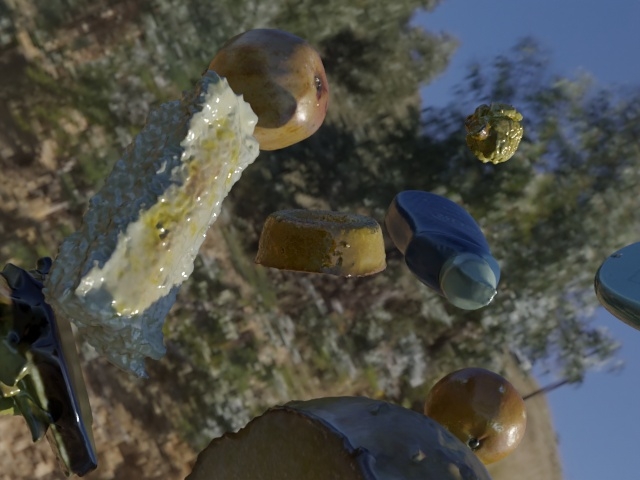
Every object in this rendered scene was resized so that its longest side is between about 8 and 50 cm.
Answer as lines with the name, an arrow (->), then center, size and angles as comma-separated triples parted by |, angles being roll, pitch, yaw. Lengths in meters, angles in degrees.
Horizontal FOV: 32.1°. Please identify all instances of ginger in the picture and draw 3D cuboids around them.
ginger -> -0.522, 0.196, 1.865 | 0.358, 0.211, 0.413 | -123, -159, -69

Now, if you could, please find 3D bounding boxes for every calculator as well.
calculator -> 0.410, 0.056, 1.090 | 0.295, 0.184, 0.042 | 17, -52, 44

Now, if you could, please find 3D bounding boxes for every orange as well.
orange -> 0.233, 0.270, 1.684 | 0.124, 0.156, 0.156 | -65, 141, -56

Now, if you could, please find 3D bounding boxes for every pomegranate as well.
pomegranate -> -0.084, -0.237, 1.774 | 0.207, 0.207, 0.207 | 61, -12, 23

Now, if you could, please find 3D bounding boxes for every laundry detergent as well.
laundry detergent -> 0.178, 0.014, 1.559 | 0.143, 0.094, 0.290 | 25, 13, -14

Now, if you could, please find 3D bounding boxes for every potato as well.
potato -> 0.082, 0.341, 1.071 | 0.442, 0.319, 0.385 | 42, -60, 46

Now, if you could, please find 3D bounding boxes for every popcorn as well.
popcorn -> 0.226, -0.145, 1.475 | 0.084, 0.084, 0.084 | 61, -12, 23

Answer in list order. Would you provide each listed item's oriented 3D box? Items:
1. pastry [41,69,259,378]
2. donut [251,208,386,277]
pastry -> -0.139, -0.024, 0.940 | 0.089, 0.258, 0.121 | 12, -24, 25
donut -> 0.003, 0.000, 2.275 | 0.277, 0.277, 0.108 | -150, -118, -71
